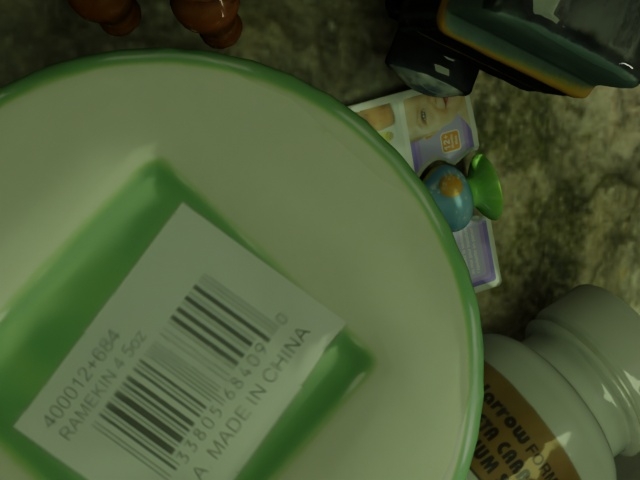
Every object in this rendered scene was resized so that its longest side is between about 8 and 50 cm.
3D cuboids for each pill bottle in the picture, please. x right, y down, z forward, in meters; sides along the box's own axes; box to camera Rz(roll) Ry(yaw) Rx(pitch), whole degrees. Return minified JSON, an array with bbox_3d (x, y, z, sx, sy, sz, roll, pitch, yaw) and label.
[{"bbox_3d":[0.101,0.131,0.714,0.229,0.131,0.131,-34,113,-14],"label":"pill bottle"}]

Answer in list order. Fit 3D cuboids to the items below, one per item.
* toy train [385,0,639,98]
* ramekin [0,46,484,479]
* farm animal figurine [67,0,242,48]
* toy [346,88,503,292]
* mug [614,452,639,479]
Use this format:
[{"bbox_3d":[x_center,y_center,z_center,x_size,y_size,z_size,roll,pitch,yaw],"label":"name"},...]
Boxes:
[{"bbox_3d":[0.137,-0.227,0.617,0.142,0.190,0.334,22,92,-27],"label":"toy train"},{"bbox_3d":[-0.070,0.057,0.551,0.303,0.148,0.303,0,85,-6],"label":"ramekin"},{"bbox_3d":[-0.048,-0.264,0.469,0.327,0.172,0.330,36,83,12],"label":"farm animal figurine"},{"bbox_3d":[0.000,0.000,0.682,0.237,0.056,0.137,-18,107,-20],"label":"toy"},{"bbox_3d":[0.358,0.232,0.742,0.276,0.328,0.374,41,84,-26],"label":"mug"}]
